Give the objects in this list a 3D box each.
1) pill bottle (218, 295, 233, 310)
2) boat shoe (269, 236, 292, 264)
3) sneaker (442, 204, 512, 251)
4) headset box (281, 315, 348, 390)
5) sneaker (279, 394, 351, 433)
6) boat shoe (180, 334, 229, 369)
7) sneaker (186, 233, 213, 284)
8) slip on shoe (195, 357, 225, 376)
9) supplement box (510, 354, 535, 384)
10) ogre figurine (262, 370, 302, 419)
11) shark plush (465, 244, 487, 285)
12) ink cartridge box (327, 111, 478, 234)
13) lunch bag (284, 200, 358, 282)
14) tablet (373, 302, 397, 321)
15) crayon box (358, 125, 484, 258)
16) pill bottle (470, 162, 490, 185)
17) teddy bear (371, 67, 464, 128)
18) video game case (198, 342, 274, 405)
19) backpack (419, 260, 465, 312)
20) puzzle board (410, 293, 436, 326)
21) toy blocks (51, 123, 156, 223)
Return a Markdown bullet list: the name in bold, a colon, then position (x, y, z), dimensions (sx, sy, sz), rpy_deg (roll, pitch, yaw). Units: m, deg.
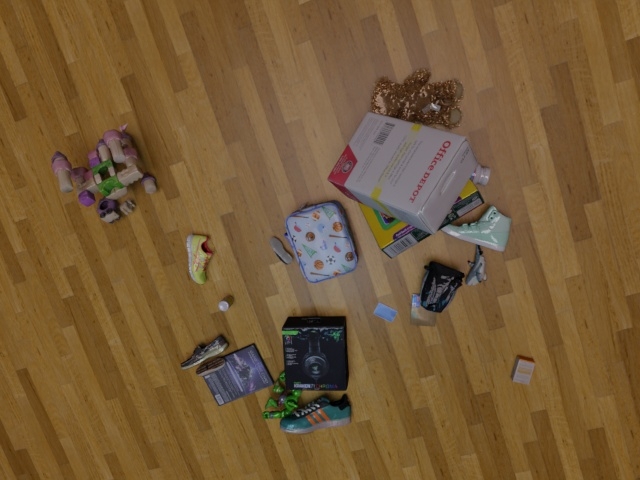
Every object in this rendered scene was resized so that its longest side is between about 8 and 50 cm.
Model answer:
- **pill bottle**: position (-0.381, 0.253, 1.904), dimensions (0.043, 0.083, 0.043), rpy_deg (2, 102, 8)
- **boat shoe**: position (-0.161, 0.043, 1.856), dimensions (0.125, 0.038, 0.046), rpy_deg (47, 60, -4)
- **sneaker**: position (0.563, -0.066, 1.712), dimensions (0.256, 0.094, 0.151), rpy_deg (17, 96, 6)
- **headset box**: position (-0.016, 0.436, 1.866), dimensions (0.246, 0.131, 0.283), rpy_deg (-1, 100, 7)
- **sneaker**: position (-0.021, 0.696, 1.908), dimensions (0.302, 0.108, 0.121), rpy_deg (-3, 89, -18)
- **boat shoe**: position (-0.493, 0.467, 1.968), dimensions (0.223, 0.080, 0.073), rpy_deg (-27, 91, 7)
- **sneaker**: position (-0.477, 0.076, 1.885), dimensions (0.094, 0.081, 0.208), rpy_deg (-5, 100, 6)
- **slip on shoe**: position (-0.455, 0.536, 1.969), dimensions (0.135, 0.051, 0.041), rpy_deg (-27, 136, 4)
- **supplement box**: position (0.783, 0.501, 1.817), dimensions (0.062, 0.036, 0.098), rpy_deg (13, 102, 5)
- **ogre figurine**: position (-0.152, 0.658, 1.942), dimensions (0.118, 0.097, 0.197), rpy_deg (25, 61, -2)
- **shark plush**: position (0.580, 0.092, 1.759), dimensions (0.067, 0.073, 0.161), rpy_deg (7, 109, 37)
- **ink cartridge box**: position (0.258, -0.223, 1.511), dimensions (0.385, 0.160, 0.279), rpy_deg (29, 85, 40)
- **lunch bag**: position (0.000, 0.000, 1.790), dimensions (0.243, 0.115, 0.303), rpy_deg (-17, 99, 13)
- **tablet**: position (0.258, 0.285, 1.862), dimensions (0.083, 0.006, 0.054), rpy_deg (26, 103, 1)
- **crayon box**: position (0.317, -0.166, 1.619), dimensions (0.363, 0.106, 0.313), rpy_deg (-33, 54, 16)
- **pill bottle**: position (0.517, -0.244, 1.682), dimensions (0.160, 0.087, 0.087), rpy_deg (13, 102, 6)
- **teddy bear**: position (0.344, -0.485, 1.661), dimensions (0.338, 0.113, 0.245), rpy_deg (-15, 106, 3)
- **video game case**: position (-0.358, 0.572, 1.994), dimensions (0.274, 0.026, 0.196), rpy_deg (-25, 97, 11)
- **backpack**: position (0.445, 0.183, 1.757), dimensions (0.152, 0.115, 0.182), rpy_deg (22, 93, 24)
- **puzzle board**: position (0.404, 0.272, 1.838), dimensions (0.096, 0.011, 0.128), rpy_deg (3, 101, 8)
- **toy blocks**: position (-0.829, -0.285, 1.820), dimensions (0.289, 0.309, 0.260), rpy_deg (-29, 63, 1)
